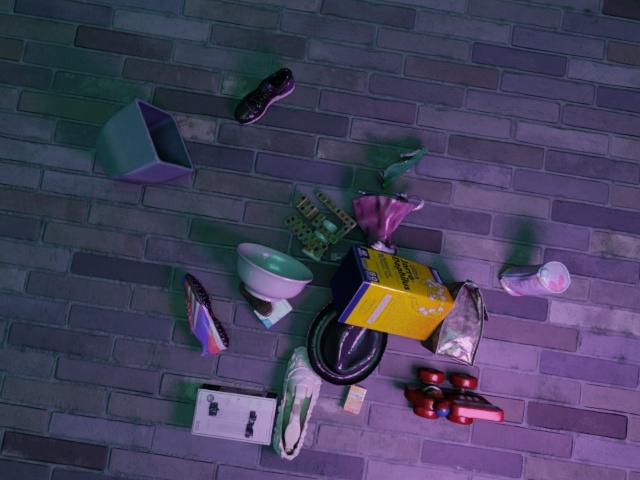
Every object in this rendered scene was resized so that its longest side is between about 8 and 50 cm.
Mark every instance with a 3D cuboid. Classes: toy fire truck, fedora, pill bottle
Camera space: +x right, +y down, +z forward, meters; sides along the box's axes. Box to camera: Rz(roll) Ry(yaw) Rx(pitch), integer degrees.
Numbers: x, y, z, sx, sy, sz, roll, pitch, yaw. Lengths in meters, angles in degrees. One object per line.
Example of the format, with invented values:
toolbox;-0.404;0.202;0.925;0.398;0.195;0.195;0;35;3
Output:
toy fire truck;0.463;0.571;1.631;0.302;0.254;0.169;9;84;-1
fedora;0.111;0.363;1.637;0.334;0.152;0.334;1;84;-10
pill bottle;0.000;0.000;1.756;0.086;0.086;0.152;33;85;2

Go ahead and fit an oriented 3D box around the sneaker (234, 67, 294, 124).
sneaker;-0.228;-0.574;1.782;0.283;0.124;0.107;-41;87;-4

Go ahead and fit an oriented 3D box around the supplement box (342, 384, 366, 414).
supplement box;0.128;0.597;1.729;0.062;0.036;0.098;19;84;0

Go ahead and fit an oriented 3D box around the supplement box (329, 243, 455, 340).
supplement box;0.241;0.183;1.585;0.357;0.194;0.195;16;124;-21

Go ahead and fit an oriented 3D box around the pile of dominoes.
pile of dominoes;-0.015;-0.075;1.722;0.196;0.040;0.251;-43;54;-3

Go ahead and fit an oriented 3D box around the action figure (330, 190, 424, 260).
action figure;0.217;-0.001;1.746;0.276;0.248;0.370;-2;97;-41

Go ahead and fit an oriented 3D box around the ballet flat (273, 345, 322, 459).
ballet flat;-0.079;0.601;1.678;0.147;0.147;0.408;10;84;0

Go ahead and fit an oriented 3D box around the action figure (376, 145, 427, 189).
action figure;0.326;-0.301;1.787;0.232;0.137;0.063;-33;74;-12

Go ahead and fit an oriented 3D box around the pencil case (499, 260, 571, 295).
pencil case;0.776;0.140;1.673;0.124;0.273;0.113;27;78;-6

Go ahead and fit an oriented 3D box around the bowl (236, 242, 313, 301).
bowl;-0.186;0.131;1.655;0.298;0.298;0.134;25;101;1

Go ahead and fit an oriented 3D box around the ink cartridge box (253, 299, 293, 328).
ink cartridge box;-0.178;0.262;1.745;0.122;0.052;0.088;-38;87;-3

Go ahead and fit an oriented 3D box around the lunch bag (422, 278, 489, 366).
lunch bag;0.498;0.286;1.667;0.169;0.235;0.287;17;84;3

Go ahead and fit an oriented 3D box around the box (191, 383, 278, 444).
box;-0.312;0.639;1.690;0.290;0.087;0.169;7;85;0

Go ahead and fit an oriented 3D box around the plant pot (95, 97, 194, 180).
plant pot;-0.673;-0.336;1.700;0.252;0.248;0.247;-22;86;13

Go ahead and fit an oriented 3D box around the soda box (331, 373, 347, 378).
soda box;0.065;0.425;1.733;0.061;0.058;0.181;-4;84;-2

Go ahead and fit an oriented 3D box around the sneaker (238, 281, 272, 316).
sneaker;-0.232;0.223;1.703;0.066;0.071;0.188;-36;54;-15

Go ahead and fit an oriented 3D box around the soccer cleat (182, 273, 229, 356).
soccer cleat;-0.458;0.279;1.713;0.116;0.108;0.318;-26;88;0
